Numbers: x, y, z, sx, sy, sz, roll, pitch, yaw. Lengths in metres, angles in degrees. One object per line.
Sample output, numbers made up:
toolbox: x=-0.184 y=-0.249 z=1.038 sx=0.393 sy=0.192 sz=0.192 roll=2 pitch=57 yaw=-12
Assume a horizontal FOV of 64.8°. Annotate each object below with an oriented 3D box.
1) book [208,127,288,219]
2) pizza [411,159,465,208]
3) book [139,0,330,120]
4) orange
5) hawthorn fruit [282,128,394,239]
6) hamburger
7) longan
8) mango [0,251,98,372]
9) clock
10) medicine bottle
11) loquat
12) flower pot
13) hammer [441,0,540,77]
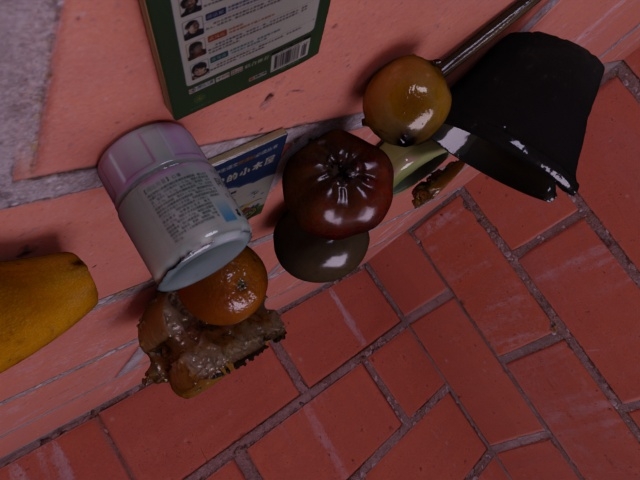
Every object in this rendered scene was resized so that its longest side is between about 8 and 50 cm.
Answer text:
book: x=-0.183 y=-0.070 z=0.906 sx=0.228 sy=0.018 sz=0.322 roll=-29 pitch=170 yaw=-22
pizza: x=0.301 y=-0.150 z=1.385 sx=0.193 sy=0.053 sz=0.201 roll=-44 pitch=179 yaw=41
book: x=-0.069 y=-0.229 z=0.477 sx=0.202 sy=0.027 sz=0.264 roll=-30 pitch=170 yaw=-15
orange: x=-0.206 y=0.086 z=1.070 sx=0.206 sy=0.206 sz=0.206 roll=-32 pitch=170 yaw=-6
hawthorn fruit: x=0.037 y=-0.087 z=0.966 sx=0.208 sy=0.208 sz=0.248 roll=-32 pitch=162 yaw=-6
hamburger: x=-0.311 y=0.248 z=1.295 sx=0.287 sy=0.268 sz=0.445 roll=-38 pitch=173 yaw=18
longan: x=0.000 y=0.000 z=1.244 sx=0.248 sy=0.248 sz=0.248 roll=-32 pitch=170 yaw=-6
mango: x=-0.430 y=0.102 z=0.600 sx=0.187 sy=0.144 sz=0.359 roll=-35 pitch=173 yaw=25
clock: x=0.237 y=-0.210 z=1.326 sx=0.308 sy=0.096 sz=0.235 roll=-26 pitch=167 yaw=-35
medicine bottle: x=-0.178 y=-0.042 z=0.617 sx=0.135 sy=0.169 sz=0.135 roll=-33 pitch=170 yaw=-6
loquat: x=0.142 y=-0.228 z=0.832 sx=0.163 sy=0.137 sz=0.163 roll=-23 pitch=150 yaw=-14
flower pot: x=0.406 y=-0.270 z=1.045 sx=0.251 sy=0.379 sz=0.379 roll=-61 pitch=165 yaw=8
hammer: x=0.290 y=-0.367 z=0.929 sx=0.365 sy=0.043 sz=0.111 roll=-38 pitch=168 yaw=12
